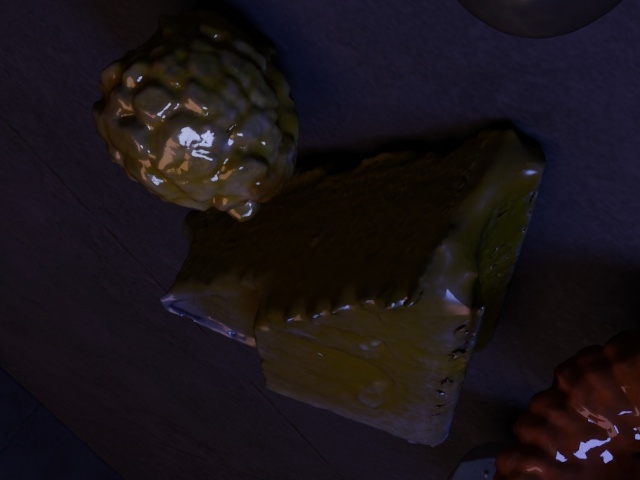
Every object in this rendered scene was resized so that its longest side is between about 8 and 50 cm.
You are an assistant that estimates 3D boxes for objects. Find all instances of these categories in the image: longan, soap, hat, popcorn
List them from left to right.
[{"bbox_3d":[-0.091,-0.094,1.049,0.180,0.170,0.180,168,90,-68],"label":"popcorn"},{"bbox_3d":[0.000,0.000,1.080,0.304,0.169,0.339,21,155,9],"label":"soap"},{"bbox_3d":[0.118,-0.162,0.699,0.106,0.106,0.119,33,115,7],"label":"longan"},{"bbox_3d":[0.321,0.209,1.044,0.285,0.285,0.400,22,-179,30],"label":"hat"}]

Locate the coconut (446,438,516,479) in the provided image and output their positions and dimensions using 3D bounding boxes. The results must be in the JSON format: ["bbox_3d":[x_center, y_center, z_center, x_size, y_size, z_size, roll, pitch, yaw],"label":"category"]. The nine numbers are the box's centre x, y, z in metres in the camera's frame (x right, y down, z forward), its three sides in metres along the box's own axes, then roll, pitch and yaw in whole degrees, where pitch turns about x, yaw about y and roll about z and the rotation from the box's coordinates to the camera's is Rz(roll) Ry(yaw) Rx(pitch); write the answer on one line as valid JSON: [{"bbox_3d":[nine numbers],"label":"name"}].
[{"bbox_3d":[0.211,0.293,1.306,0.241,0.241,0.241,30,157,14],"label":"coconut"}]
